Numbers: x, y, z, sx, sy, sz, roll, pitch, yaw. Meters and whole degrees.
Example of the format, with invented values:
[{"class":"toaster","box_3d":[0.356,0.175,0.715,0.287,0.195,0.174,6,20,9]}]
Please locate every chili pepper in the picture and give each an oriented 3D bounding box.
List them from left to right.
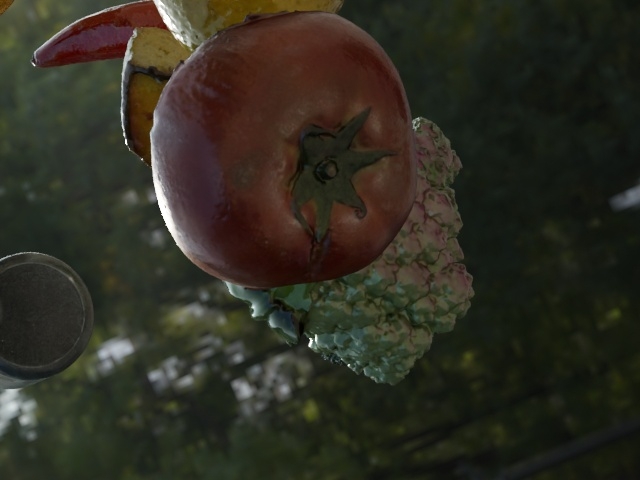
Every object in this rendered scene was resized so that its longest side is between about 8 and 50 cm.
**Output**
[{"class":"chili pepper","box_3d":[-0.221,-0.252,2.372,0.063,0.272,0.071,-97,-3,-72]}]

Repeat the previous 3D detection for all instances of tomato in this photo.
[{"class":"tomato","box_3d":[-0.012,-0.062,1.466,0.225,0.225,0.085,62,164,-21]}]

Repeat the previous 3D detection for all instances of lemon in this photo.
[{"class":"lemon","box_3d":[-0.066,-0.241,1.660,0.193,0.181,0.180,52,-163,-30]}]

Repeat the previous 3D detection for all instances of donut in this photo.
[{"class":"donut","box_3d":[-0.115,-0.134,2.111,0.259,0.152,0.101,8,-139,-28]}]

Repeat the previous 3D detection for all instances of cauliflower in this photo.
[{"class":"cauliflower","box_3d":[0.000,0.000,1.757,0.315,0.256,0.239,165,113,-77]}]

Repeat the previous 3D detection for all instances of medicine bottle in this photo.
[{"class":"medicine bottle","box_3d":[-0.349,0.098,2.254,0.141,0.141,0.293,66,163,1]}]

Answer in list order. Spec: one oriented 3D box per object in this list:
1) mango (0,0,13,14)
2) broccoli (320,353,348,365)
[{"class":"mango","box_3d":[-0.353,-0.261,2.072,0.060,0.089,0.046,56,175,-37]},{"class":"broccoli","box_3d":[0.046,0.050,1.926,0.138,0.146,0.162,47,-153,-13]}]
